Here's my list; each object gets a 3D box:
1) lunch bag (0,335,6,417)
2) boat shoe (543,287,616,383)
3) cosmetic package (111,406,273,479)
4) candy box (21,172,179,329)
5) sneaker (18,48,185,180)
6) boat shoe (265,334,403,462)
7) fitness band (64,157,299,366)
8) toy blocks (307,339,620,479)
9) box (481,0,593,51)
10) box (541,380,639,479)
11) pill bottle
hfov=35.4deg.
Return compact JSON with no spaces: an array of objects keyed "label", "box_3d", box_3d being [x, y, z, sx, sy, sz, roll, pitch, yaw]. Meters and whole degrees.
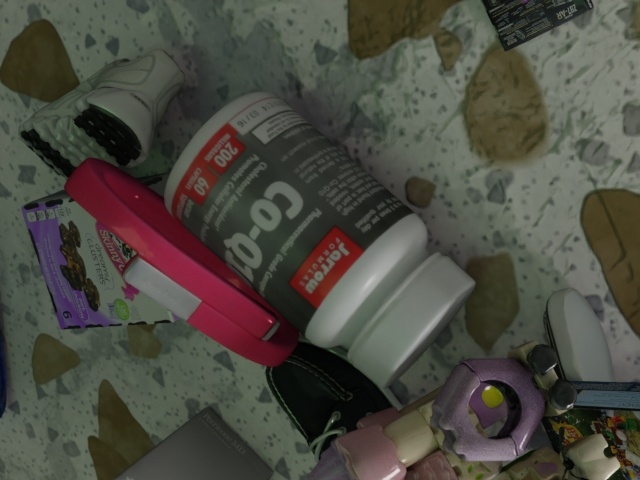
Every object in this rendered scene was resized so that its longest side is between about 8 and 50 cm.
[{"label":"lunch bag","box_3d":[-0.563,0.134,1.445,0.220,0.138,0.293,13,128,28]},{"label":"boat shoe","box_3d":[0.236,0.150,0.934,0.070,0.078,0.219,-11,105,35]},{"label":"cosmetic package","box_3d":[-0.178,0.315,1.177,0.127,0.238,0.107,42,129,9]},{"label":"candy box","box_3d":[-0.248,0.016,1.202,0.196,0.070,0.165,-6,105,35]},{"label":"sneaker","box_3d":[-0.244,-0.136,1.125,0.110,0.118,0.292,44,152,-26]},{"label":"boat shoe","box_3d":[0.047,0.223,1.079,0.302,0.091,0.114,38,125,15]},{"label":"fitness band","box_3d":[-0.134,0.020,1.021,0.291,0.209,0.054,38,98,-26]},{"label":"toy blocks","box_3d":[0.105,0.276,0.859,0.289,0.260,0.309,61,169,8]},{"label":"box","box_3d":[0.182,-0.209,0.858,0.083,0.018,0.067,-23,95,38]},{"label":"box","box_3d":[0.293,0.228,0.838,0.159,0.044,0.233,-9,110,52]},{"label":"pill bottle","box_3d":[0.000,0.000,0.975,0.283,0.161,0.161,41,126,13]}]
